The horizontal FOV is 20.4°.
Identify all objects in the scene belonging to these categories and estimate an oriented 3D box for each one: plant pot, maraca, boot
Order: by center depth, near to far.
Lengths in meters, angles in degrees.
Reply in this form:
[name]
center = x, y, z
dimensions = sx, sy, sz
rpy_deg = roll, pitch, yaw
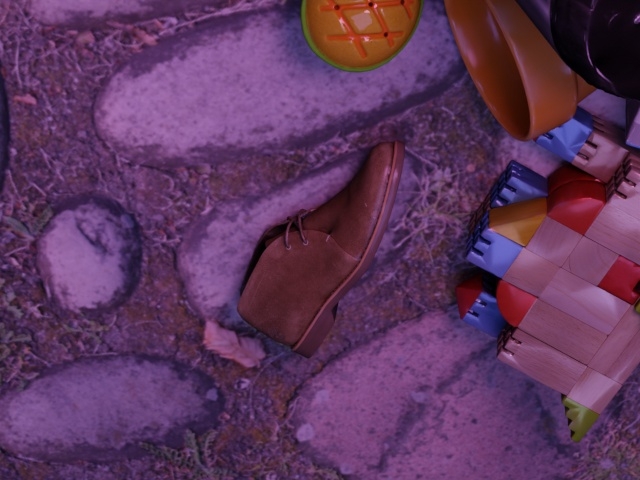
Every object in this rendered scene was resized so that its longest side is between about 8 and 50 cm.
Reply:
[plant pot]
center = 0.254, -0.233, 1.857
dimensions = 0.188, 0.205, 0.205
rpy_deg = -25, 123, -7
[maraca]
center = 0.053, -0.266, 1.869
dimensions = 0.127, 0.099, 0.185
rpy_deg = 26, 93, -16
[boot]
center = 0.000, 0.000, 2.039
dimensions = 0.115, 0.112, 0.305
rpy_deg = 26, 121, -8

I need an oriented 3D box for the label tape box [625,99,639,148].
[label tape box]
center = 0.500, -0.225, 1.878
dimensions = 0.249, 0.115, 0.347
rpy_deg = 19, 127, -2

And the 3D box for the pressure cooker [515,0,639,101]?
[pressure cooker]
center = 0.284, -0.387, 1.630
dimensions = 0.370, 0.420, 0.375
rpy_deg = -19, 145, -21

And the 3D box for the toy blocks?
[toy blocks]
center = 0.287, 0.014, 2.042
dimensions = 0.261, 0.190, 0.381
rpy_deg = 28, 117, -8
